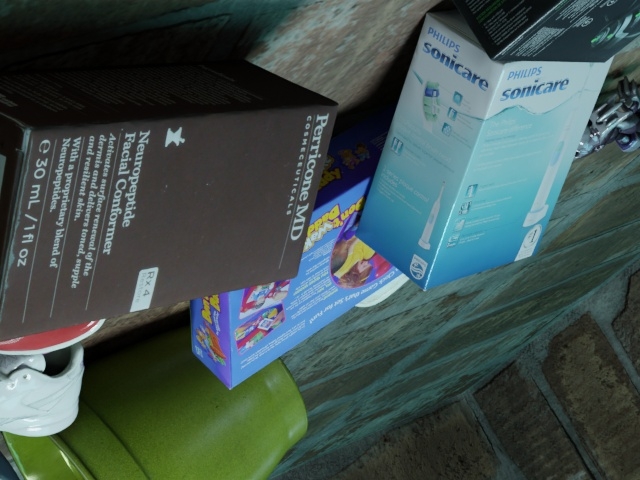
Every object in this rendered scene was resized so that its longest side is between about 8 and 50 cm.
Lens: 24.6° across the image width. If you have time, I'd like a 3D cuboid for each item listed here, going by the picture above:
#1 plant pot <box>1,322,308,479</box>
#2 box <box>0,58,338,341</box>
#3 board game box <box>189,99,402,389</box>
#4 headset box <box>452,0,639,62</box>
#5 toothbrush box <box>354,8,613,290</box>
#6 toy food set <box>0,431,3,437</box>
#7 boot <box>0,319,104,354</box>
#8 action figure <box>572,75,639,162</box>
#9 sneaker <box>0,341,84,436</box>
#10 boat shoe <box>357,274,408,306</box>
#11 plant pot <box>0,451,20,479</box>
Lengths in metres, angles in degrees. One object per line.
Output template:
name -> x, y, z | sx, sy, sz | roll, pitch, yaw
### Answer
plant pot -> -0.222, 0.289, 2.149 | 0.353, 0.366, 0.366 | -36, 169, -25
box -> -0.167, -0.046, 1.297 | 0.381, 0.143, 0.191 | -13, 123, -51
board game box -> 0.000, 0.000, 1.767 | 0.347, 0.078, 0.233 | -32, 147, -28
headset box -> 0.292, -0.299, 1.462 | 0.246, 0.131, 0.283 | -39, 162, 33
toothbrush box -> 0.188, -0.114, 1.680 | 0.216, 0.126, 0.295 | -16, 134, -43
toy food set -> -0.429, 0.265, 2.234 | 0.122, 0.019, 0.078 | -16, 161, -21
boot -> -0.341, 0.072, 1.452 | 0.244, 0.088, 0.176 | -5, 175, 2
action figure -> 0.432, -0.172, 2.222 | 0.185, 0.099, 0.285 | -28, 166, 38
sneaker -> -0.433, 0.185, 1.849 | 0.305, 0.114, 0.152 | -11, 134, -43
boat shoe -> 0.154, -0.024, 2.262 | 0.319, 0.116, 0.099 | -36, -152, 1
plant pot -> -0.481, 0.295, 1.667 | 0.290, 0.195, 0.290 | -11, 128, -15
